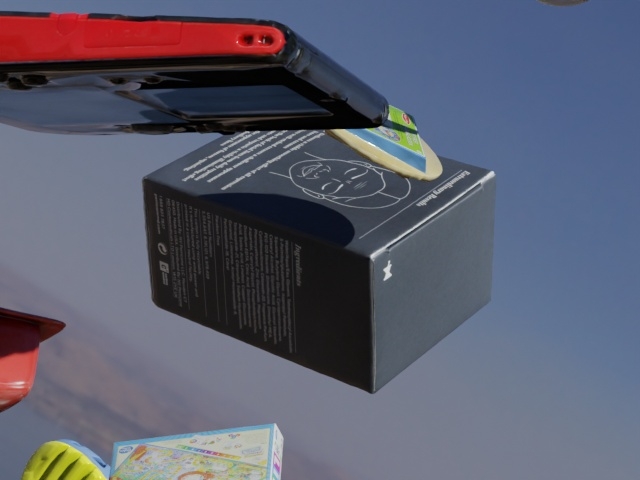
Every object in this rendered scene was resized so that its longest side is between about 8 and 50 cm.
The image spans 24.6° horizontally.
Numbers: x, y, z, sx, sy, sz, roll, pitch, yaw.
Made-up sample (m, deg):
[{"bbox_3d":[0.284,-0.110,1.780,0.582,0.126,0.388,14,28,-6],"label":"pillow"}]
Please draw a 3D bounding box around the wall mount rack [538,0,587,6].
[{"bbox_3d":[0.251,-0.415,1.523,0.304,0.130,0.350,8,-40,-14],"label":"wall mount rack"}]

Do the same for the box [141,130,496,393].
[{"bbox_3d":[0.000,0.000,2.026,0.395,0.293,0.212,19,-56,34],"label":"box"}]

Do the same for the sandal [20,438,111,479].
[{"bbox_3d":[-0.217,0.354,1.659,0.317,0.126,0.138,48,11,17],"label":"sandal"}]

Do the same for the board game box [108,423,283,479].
[{"bbox_3d":[-0.112,0.218,1.281,0.154,0.103,0.026,-8,-41,14],"label":"board game box"}]

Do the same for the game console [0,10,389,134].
[{"bbox_3d":[-0.143,-0.124,1.196,0.342,0.060,0.386,4,-1,14],"label":"game console"}]

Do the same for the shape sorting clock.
[{"bbox_3d":[0.055,-0.132,1.739,0.206,0.040,0.206,25,21,-10],"label":"shape sorting clock"}]

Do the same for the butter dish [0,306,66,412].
[{"bbox_3d":[-0.334,0.128,1.343,0.160,0.118,0.160,-25,-27,32],"label":"butter dish"}]
